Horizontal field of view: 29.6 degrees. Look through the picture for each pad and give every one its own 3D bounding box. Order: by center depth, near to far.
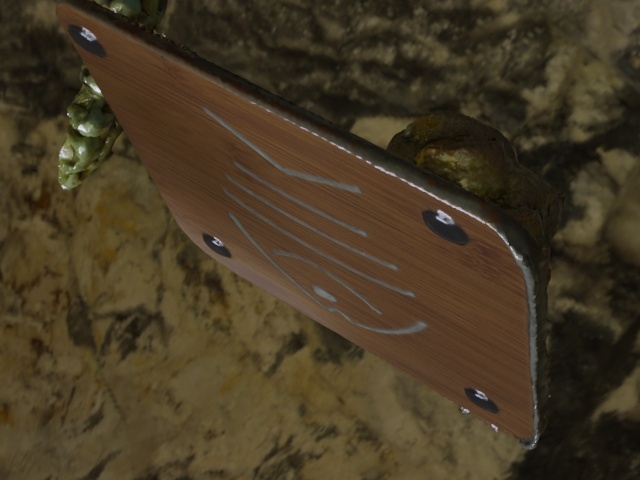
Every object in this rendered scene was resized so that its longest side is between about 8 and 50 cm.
[{"bbox_3d":[0.000,0.000,0.674,0.286,0.284,0.018,30,-108,23],"label":"pad"}]

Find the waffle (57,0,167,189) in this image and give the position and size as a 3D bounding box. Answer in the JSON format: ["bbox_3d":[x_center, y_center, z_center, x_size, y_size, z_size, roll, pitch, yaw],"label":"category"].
[{"bbox_3d":[-0.180,-0.159,1.084,0.054,0.204,0.223,19,-112,-8],"label":"waffle"}]

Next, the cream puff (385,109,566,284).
[{"bbox_3d":[0.153,-0.012,1.289,0.196,0.244,0.244,11,-123,17],"label":"cream puff"}]
